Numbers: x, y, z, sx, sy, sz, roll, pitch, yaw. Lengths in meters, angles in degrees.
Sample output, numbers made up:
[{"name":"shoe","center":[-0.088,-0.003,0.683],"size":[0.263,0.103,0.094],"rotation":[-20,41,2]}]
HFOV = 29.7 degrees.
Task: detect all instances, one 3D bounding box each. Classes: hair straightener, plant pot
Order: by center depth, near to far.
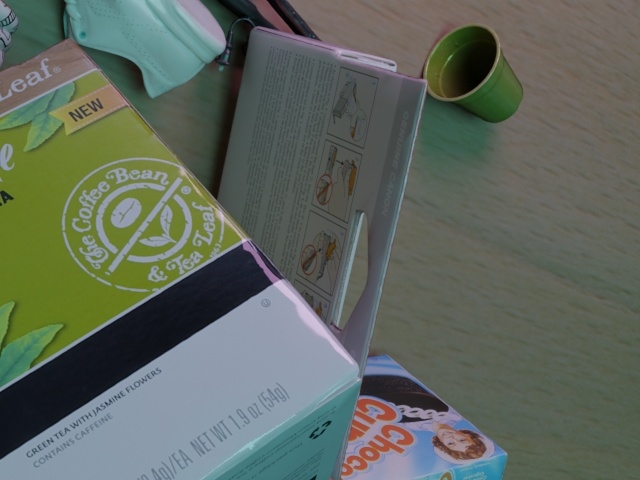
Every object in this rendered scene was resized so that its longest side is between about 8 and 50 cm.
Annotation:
[{"name":"hair straightener","center":[-0.059,-0.176,1.037],"size":[0.089,0.047,0.230],"rotation":[-49,125,-7]},{"name":"plant pot","center":[0.154,-0.153,1.157],"size":[0.079,0.083,0.083],"rotation":[32,80,-45]}]

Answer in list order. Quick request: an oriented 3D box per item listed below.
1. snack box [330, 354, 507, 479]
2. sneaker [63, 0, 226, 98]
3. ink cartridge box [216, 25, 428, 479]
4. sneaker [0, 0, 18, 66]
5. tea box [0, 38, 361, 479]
[{"name":"snack box","center":[-0.025,0.186,1.019],"size":[0.321,0.187,0.060],"rotation":[-7,118,-32]},{"name":"sneaker","center":[-0.176,-0.198,0.938],"size":[0.094,0.080,0.212],"rotation":[-38,110,16]},{"name":"ink cartridge box","center":[0.000,0.000,0.942],"size":[0.066,0.261,0.296],"rotation":[5,104,-34]},{"name":"sneaker","center":[-0.336,-0.175,0.823],"size":[0.270,0.090,0.145],"rotation":[34,78,-36]},{"name":"tea box","center":[-0.206,0.102,0.784],"size":[0.329,0.323,0.220],"rotation":[-33,157,-25]}]
